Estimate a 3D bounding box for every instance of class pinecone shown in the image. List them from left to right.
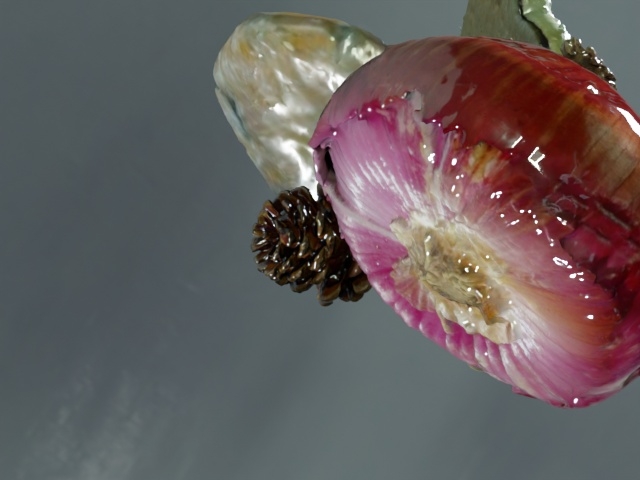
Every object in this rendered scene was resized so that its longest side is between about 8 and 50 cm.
[{"bbox_3d":[-0.001,0.004,1.154,0.109,0.102,0.102,-11,126,-33],"label":"pinecone"}]

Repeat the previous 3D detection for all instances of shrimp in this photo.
[{"bbox_3d":[0.083,-0.033,1.348,0.446,0.221,0.110,47,52,-20],"label":"shrimp"}]

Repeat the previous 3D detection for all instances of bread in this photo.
[{"bbox_3d":[0.177,-0.115,1.390,0.056,0.207,0.286,-10,139,-17],"label":"bread"}]

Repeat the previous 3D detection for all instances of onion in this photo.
[{"bbox_3d":[0.109,-0.027,0.809,0.163,0.230,0.230,-47,148,-28],"label":"onion"}]
